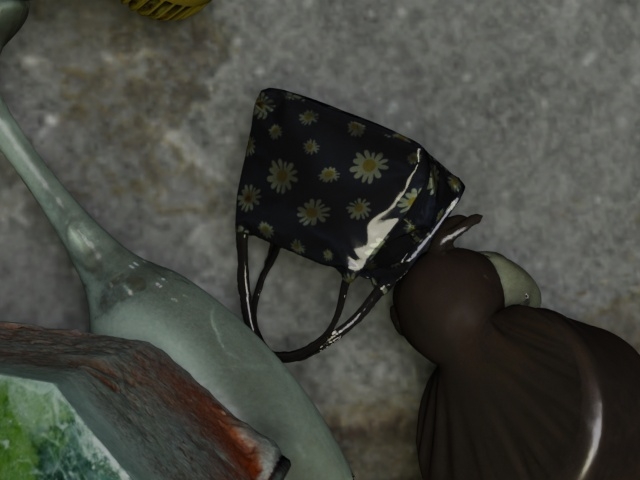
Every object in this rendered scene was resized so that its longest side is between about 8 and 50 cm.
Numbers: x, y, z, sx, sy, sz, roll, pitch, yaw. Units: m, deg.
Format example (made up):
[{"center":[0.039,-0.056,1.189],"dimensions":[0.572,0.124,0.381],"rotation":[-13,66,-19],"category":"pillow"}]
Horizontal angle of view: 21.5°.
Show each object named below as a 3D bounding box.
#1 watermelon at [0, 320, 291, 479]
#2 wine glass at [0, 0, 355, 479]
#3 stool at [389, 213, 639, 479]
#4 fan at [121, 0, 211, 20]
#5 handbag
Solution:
[{"center":[-0.129,0.129,0.795],"dimensions":[0.214,0.319,0.289],"rotation":[-24,52,-29],"category":"watermelon"},{"center":[-0.172,0.073,0.890],"dimensions":[0.264,0.096,0.309],"rotation":[-35,90,8],"category":"wine glass"},{"center":[0.114,0.083,0.909],"dimensions":[0.121,0.125,0.217],"rotation":[12,39,-43],"category":"stool"},{"center":[-0.114,-0.153,0.901],"dimensions":[0.155,0.039,0.082],"rotation":[-17,76,-49],"category":"fan"},{"center":[0.000,0.000,0.914],"dimensions":[0.115,0.072,0.139],"rotation":[24,92,28],"category":"handbag"}]
